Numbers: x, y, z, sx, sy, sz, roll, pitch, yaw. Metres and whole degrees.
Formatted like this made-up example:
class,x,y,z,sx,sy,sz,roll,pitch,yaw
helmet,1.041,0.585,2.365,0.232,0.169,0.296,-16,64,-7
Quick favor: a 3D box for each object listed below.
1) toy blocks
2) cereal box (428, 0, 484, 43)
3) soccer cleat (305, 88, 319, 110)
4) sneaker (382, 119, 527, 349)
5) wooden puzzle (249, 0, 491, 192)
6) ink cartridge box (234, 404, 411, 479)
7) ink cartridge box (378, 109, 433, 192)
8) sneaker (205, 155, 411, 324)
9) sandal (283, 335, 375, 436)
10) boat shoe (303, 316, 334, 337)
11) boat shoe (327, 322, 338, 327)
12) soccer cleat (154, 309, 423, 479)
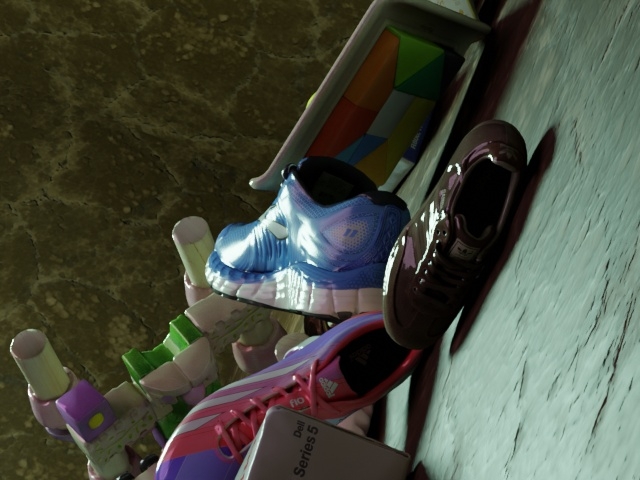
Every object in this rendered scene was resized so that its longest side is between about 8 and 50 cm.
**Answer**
class,x,y,z,sx,sy,sz,roll,pitch,yaw
toy blocks,-0.135,0.198,2.120,0.288,0.309,0.260,-35,-39,-15
cereal box,0.105,-0.324,2.021,0.173,0.047,0.240,-80,-33,-76
soccer cleat,0.034,-0.151,2.192,0.121,0.093,0.289,-65,4,-22
sneaker,0.093,0.002,1.403,0.071,0.066,0.188,-84,15,-72
wooden puzzle,0.057,-0.128,1.880,0.238,0.044,0.221,-53,-23,15
ink cartridge box,-0.043,0.279,1.426,0.273,0.115,0.198,115,174,-53
ink cartridge box,0.111,-0.174,2.232,0.224,0.045,0.223,126,164,-71
sneaker,0.000,0.000,1.788,0.330,0.130,0.147,5,82,62
sandal,-0.015,0.156,1.788,0.416,0.102,0.169,-99,31,-83
boat shoe,0.017,0.081,2.029,0.178,0.064,0.060,122,170,-58
boat shoe,0.042,0.026,1.881,0.063,0.059,0.170,-20,-20,-34
soccer cleat,-0.023,0.131,1.524,0.248,0.083,0.095,-31,-2,-18
